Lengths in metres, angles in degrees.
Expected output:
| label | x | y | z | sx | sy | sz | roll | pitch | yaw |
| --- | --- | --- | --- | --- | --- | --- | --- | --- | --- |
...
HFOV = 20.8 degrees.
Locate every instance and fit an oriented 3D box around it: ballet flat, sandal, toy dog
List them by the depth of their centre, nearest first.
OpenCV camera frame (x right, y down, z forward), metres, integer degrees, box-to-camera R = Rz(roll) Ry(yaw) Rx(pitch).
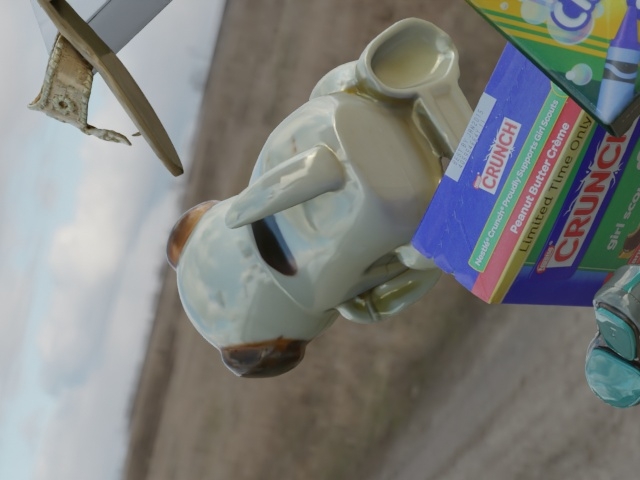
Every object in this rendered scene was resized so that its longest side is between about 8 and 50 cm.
| label | x | y | z | sx | sy | sz | roll | pitch | yaw |
| --- | --- | --- | --- | --- | --- | --- | --- | --- | --- |
| sandal | -0.203 | -0.135 | 1.371 | 0.240 | 0.079 | 0.088 | 58 | -175 | -17 |
| ballet flat | 0.282 | 0.087 | 1.570 | 0.068 | 0.072 | 0.213 | -50 | -22 | -17 |
| toy dog | 0.000 | 0.000 | 2.026 | 0.395 | 0.284 | 0.408 | -33 | -5 | -47 |

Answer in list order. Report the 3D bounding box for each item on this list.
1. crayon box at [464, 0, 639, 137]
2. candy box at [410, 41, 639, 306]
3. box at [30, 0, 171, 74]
| label | x | y | z | sx | sy | sz | roll | pitch | yaw |
| --- | --- | --- | --- | --- | --- | --- | --- | --- | --- |
| crayon box | 0.191 | -0.267 | 1.423 | 0.203 | 0.323 | 0.083 | -47 | -15 | 6 |
| candy box | 0.268 | -0.074 | 1.755 | 0.317 | 0.122 | 0.268 | 5 | -65 | -51 |
| box | -0.154 | -0.333 | 1.631 | 0.322 | 0.058 | 0.232 | -40 | 47 | 17 |
